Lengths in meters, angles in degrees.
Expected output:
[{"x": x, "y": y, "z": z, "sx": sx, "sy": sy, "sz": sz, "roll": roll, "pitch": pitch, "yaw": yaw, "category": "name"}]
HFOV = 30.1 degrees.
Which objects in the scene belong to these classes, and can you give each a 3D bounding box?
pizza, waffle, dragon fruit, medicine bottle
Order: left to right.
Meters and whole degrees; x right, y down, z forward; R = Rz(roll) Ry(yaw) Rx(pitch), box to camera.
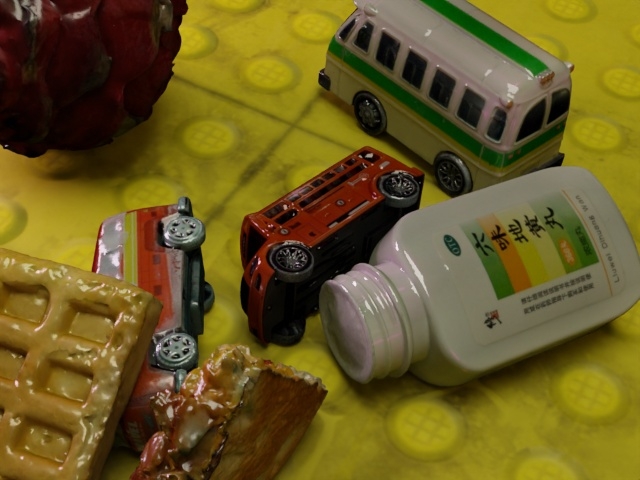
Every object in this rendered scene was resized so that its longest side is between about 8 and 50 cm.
[{"x": -0.278, "y": 0.133, "z": 1.051, "sx": 0.221, "sy": 0.055, "sz": 0.247, "roll": 16, "pitch": 79, "yaw": 16, "category": "waffle"}, {"x": -0.308, "y": -0.246, "z": 1.343, "sx": 0.329, "sy": 0.329, "sz": 0.329, "roll": 4, "pitch": 45, "yaw": -4, "category": "dragon fruit"}, {"x": -0.090, "y": 0.164, "z": 1.010, "sx": 0.081, "sy": 0.228, "sz": 0.289, "roll": 31, "pitch": 50, "yaw": 19, "category": "pizza"}, {"x": 0.163, "y": 0.044, "z": 1.227, "sx": 0.324, "sy": 0.124, "sz": 0.179, "roll": -18, "pitch": 77, "yaw": -21, "category": "medicine bottle"}]

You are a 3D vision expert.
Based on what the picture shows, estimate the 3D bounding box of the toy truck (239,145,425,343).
[{"x": 0.000, "y": 0.000, "z": 1.273, "sx": 0.114, "sy": 0.107, "sz": 0.253, "roll": 36, "pitch": 50, "yaw": 28, "category": "toy truck"}]

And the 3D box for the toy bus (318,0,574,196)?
[{"x": 0.149, "y": -0.197, "z": 1.435, "sx": 0.143, "sy": 0.179, "sz": 0.305, "roll": -31, "pitch": 56, "yaw": -31, "category": "toy bus"}]

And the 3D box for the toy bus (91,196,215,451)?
[{"x": -0.167, "y": 0.086, "z": 1.166, "sx": 0.120, "sy": 0.121, "sz": 0.265, "roll": -4, "pitch": 46, "yaw": 0, "category": "toy bus"}]
